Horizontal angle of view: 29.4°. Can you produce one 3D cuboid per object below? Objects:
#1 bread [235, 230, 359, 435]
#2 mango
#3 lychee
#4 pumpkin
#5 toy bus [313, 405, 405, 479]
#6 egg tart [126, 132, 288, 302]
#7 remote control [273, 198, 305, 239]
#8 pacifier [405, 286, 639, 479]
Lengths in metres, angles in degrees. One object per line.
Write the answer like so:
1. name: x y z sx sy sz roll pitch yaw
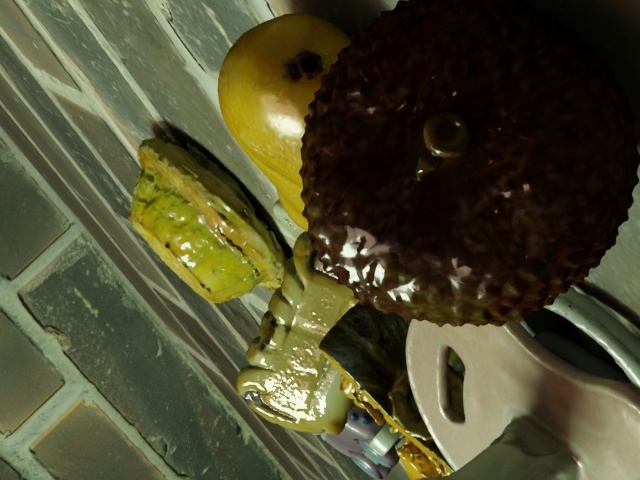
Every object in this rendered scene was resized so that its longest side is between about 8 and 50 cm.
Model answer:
1. bread: 0.001 0.101 1.283 0.134 0.225 0.081 30 -159 9
2. mango: 0.004 -0.081 0.937 0.157 0.109 0.262 31 167 18
3. lychee: 0.083 -0.043 0.674 0.194 0.194 0.194 42 166 13
4. pumpkin: 0.132 0.180 1.237 0.280 0.139 0.190 45 166 11
5. toy bus: 0.063 0.182 1.443 0.142 0.142 0.202 38 164 9
6. egg tart: -0.155 -0.012 1.585 0.288 0.118 0.288 41 169 9
7. remote control: 0.000 0.000 1.321 0.122 0.032 0.074 52 163 -23
8. pacifier: 0.170 0.179 0.981 0.332 0.273 0.220 35 179 39
